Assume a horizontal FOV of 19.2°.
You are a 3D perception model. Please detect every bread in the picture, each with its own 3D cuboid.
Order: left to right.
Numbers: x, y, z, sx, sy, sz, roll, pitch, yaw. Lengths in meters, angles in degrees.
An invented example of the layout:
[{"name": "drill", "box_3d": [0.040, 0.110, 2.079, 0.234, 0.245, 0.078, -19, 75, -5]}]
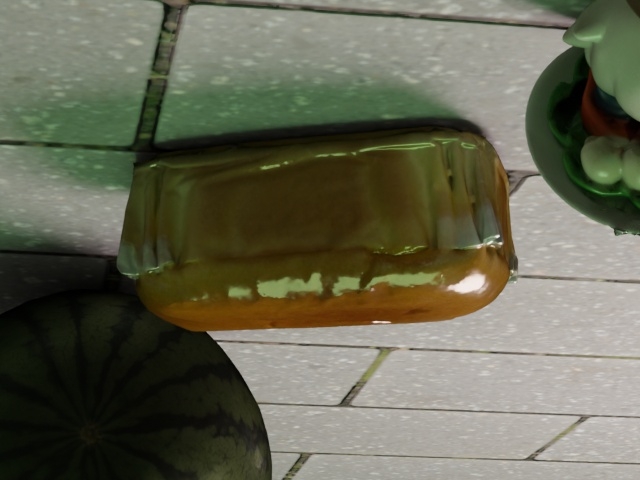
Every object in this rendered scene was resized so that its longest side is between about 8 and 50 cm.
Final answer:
[{"name": "bread", "box_3d": [0.000, 0.000, 1.202, 0.241, 0.107, 0.136, -3, 164, 11]}]

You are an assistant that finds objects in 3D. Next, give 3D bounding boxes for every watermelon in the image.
[{"name": "watermelon", "box_3d": [-0.179, 0.183, 1.468, 0.279, 0.279, 0.359, 4, 162, -13]}]

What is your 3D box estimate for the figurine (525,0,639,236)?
[{"name": "figurine", "box_3d": [0.172, -0.088, 0.935, 0.132, 0.132, 0.153, 0, 150, -1]}]
